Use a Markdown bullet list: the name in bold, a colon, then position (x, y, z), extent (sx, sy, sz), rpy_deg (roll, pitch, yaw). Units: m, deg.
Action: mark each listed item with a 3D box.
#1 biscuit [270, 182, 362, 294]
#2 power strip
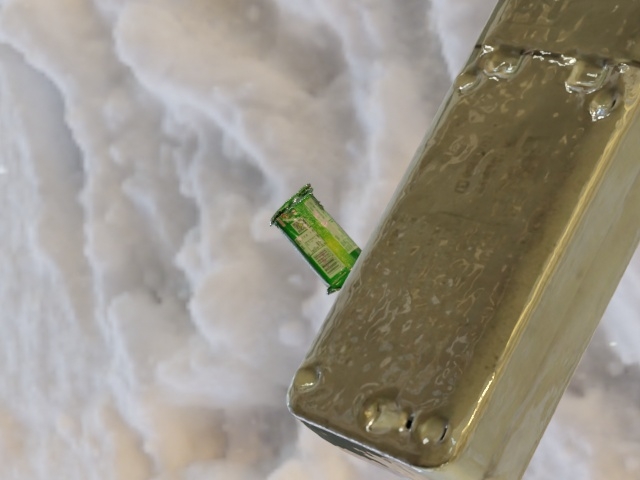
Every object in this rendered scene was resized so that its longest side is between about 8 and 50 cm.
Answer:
- **biscuit**: position (0.000, 0.000, 0.990), extent (0.046, 0.016, 0.089), rpy_deg (-38, 67, -7)
- **power strip**: position (0.090, -0.038, 0.535), extent (0.093, 0.053, 0.288), rpy_deg (17, 73, 46)
